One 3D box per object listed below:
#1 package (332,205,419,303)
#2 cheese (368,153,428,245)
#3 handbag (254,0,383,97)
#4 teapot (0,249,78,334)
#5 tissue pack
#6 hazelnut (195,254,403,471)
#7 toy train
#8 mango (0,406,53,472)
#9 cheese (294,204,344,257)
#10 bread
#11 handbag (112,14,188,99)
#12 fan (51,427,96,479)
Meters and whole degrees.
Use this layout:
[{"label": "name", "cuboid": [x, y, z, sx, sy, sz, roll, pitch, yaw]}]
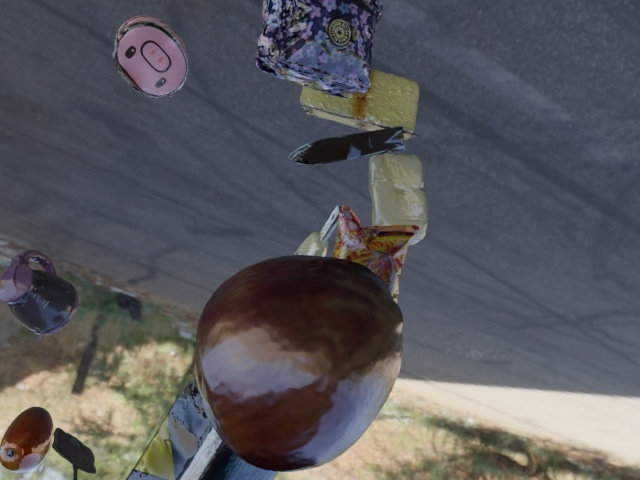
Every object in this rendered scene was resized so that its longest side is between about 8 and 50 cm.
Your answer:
[{"label": "package", "cuboid": [0.118, 0.074, 1.691, 0.223, 0.288, 0.108, 13, -172, -13]}, {"label": "cheese", "cuboid": [0.217, -0.115, 1.907, 0.159, 0.263, 0.093, -3, 167, -2]}, {"label": "handbag", "cuboid": [0.007, -0.359, 1.140, 0.228, 0.208, 0.127, 9, 178, -29]}, {"label": "teapot", "cuboid": [-0.542, 0.093, 1.313, 0.116, 0.148, 0.146, 8, 154, 24]}, {"label": "tissue pack", "cuboid": [-0.288, 0.580, 1.710, 0.264, 0.417, 0.253, 22, -165, -47]}, {"label": "hazelnut", "cuboid": [-0.038, 0.202, 1.244, 0.353, 0.421, 0.421, 46, 154, -13]}, {"label": "toy train", "cuboid": [0.052, -0.198, 1.435, 0.251, 0.055, 0.048, -11, -164, -11]}, {"label": "mango", "cuboid": [-0.830, 0.556, 1.945, 0.129, 0.146, 0.289, -1, -164, -13]}, {"label": "cheese", "cuboid": [-0.001, 0.000, 1.823, 0.049, 0.127, 0.235, 23, 122, -18]}, {"label": "bread", "cuboid": [0.113, -0.338, 1.972, 0.345, 0.242, 0.405, 9, 154, -1]}, {"label": "handbag", "cuboid": [-0.427, -0.465, 1.723, 0.205, 0.179, 0.116, 46, 180, -20]}, {"label": "fan", "cuboid": [-0.580, 0.520, 1.612, 0.132, 0.009, 0.220, 44, 177, -24]}]
